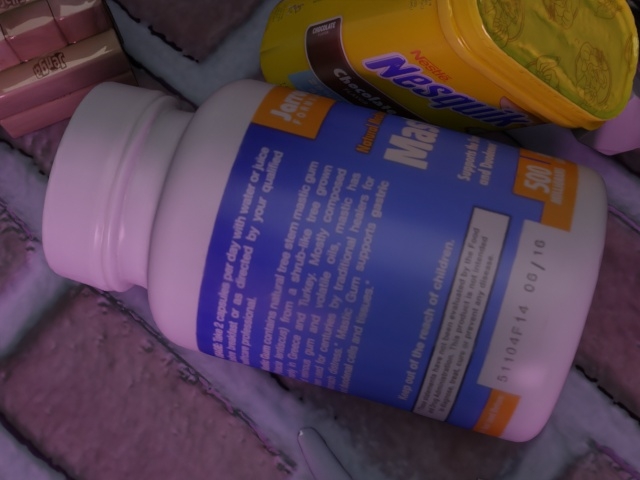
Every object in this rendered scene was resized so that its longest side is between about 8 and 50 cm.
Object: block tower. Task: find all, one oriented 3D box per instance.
[{"bbox_3d":[-0.216,-0.242,0.647,0.097,0.091,0.335,-22,76,-5],"label":"block tower"}]

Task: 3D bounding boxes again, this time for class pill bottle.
[{"bbox_3d":[0.000,0.000,0.544,0.272,0.152,0.152,16,76,5],"label":"pill bottle"}]

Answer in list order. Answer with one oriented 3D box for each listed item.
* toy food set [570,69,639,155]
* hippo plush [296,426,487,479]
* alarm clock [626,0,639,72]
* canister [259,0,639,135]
[{"bbox_3d":[0.212,-0.072,0.553,0.111,0.104,0.232,-40,55,30],"label":"toy food set"},{"bbox_3d":[0.057,0.245,0.434,0.234,0.236,0.294,15,76,6],"label":"hippo plush"},{"bbox_3d":[0.213,-0.149,0.628,0.192,0.064,0.129,-33,77,-4],"label":"alarm clock"},{"bbox_3d":[0.063,-0.102,0.545,0.126,0.170,0.073,25,73,-36],"label":"canister"}]
